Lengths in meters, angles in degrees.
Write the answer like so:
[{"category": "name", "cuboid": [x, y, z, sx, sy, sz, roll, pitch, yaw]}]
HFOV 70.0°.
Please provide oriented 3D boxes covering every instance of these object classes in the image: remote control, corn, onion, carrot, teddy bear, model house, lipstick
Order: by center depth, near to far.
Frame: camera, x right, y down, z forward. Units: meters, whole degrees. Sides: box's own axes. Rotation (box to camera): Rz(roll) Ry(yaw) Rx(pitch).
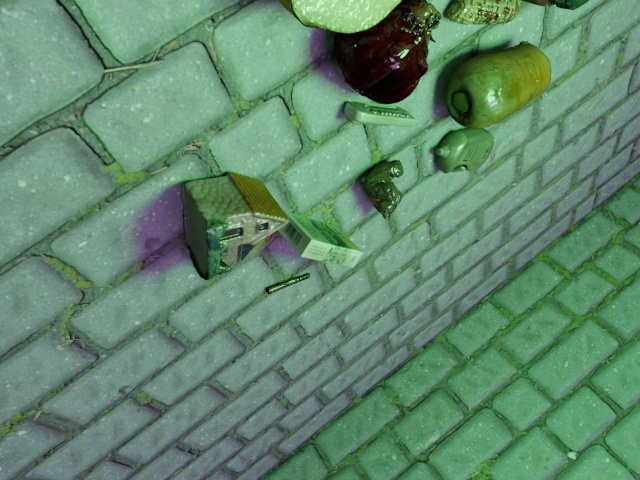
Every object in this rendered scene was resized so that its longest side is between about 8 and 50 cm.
[{"category": "onion", "cuboid": [0.163, -0.461, 1.156, 0.280, 0.221, 0.281, -15, 146, -10]}, {"category": "model house", "cuboid": [-0.225, -0.035, 1.223, 0.237, 0.202, 0.237, -16, 135, -29]}, {"category": "corn", "cuboid": [0.478, -0.675, 1.334, 0.253, 0.086, 0.086, -15, 134, -26]}, {"category": "remote control", "cuboid": [0.175, -0.368, 1.351, 0.230, 0.090, 0.049, -6, 130, -35]}, {"category": "carrot", "cuboid": [0.564, -0.495, 1.464, 0.340, 0.224, 0.224, -27, 139, -21]}, {"category": "teddy bear", "cuboid": [0.215, -0.164, 1.549, 0.140, 0.177, 0.190, -2, 145, 21]}, {"category": "lipstick", "cuboid": [-0.113, 0.151, 1.638, 0.176, 0.027, 0.027, -19, 136, -30]}]

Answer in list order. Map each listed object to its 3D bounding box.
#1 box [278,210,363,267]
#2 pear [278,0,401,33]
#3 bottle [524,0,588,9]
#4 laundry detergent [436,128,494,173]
[{"category": "box", "cuboid": [0.000, 0.000, 1.480, 0.256, 0.164, 0.069, 14, 114, -47]}, {"category": "pear", "cuboid": [0.040, -0.619, 0.921, 0.386, 0.191, 0.340, -31, 146, -16]}, {"category": "bottle", "cuboid": [0.546, -0.691, 1.174, 0.144, 0.336, 0.144, -22, 136, -23]}, {"category": "laundry detergent", "cuboid": [0.517, -0.328, 1.683, 0.253, 0.091, 0.181, -11, 137, -34]}]
